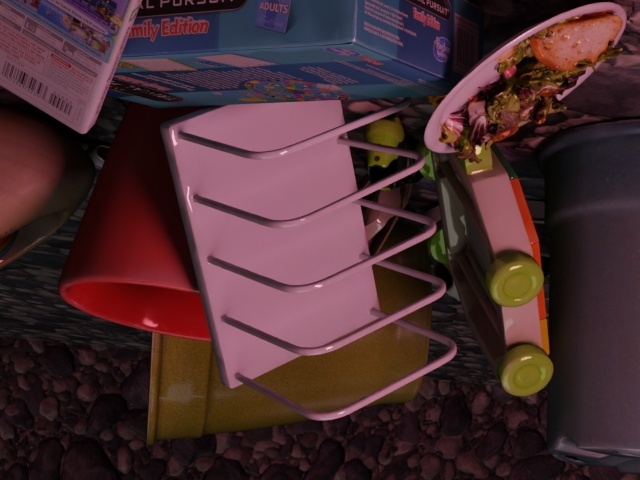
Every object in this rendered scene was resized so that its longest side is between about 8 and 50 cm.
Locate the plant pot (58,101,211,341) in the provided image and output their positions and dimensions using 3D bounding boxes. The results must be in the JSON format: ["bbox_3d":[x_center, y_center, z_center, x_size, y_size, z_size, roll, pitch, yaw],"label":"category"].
[{"bbox_3d":[-0.134,-0.032,1.560,0.275,0.243,0.275,8,165,2],"label":"plant pot"}]

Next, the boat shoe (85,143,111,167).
[{"bbox_3d":[-0.251,-0.101,1.825,0.100,0.035,0.035,24,164,-29],"label":"boat shoe"}]

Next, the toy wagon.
[{"bbox_3d":[0.168,-0.014,1.477,0.068,0.267,0.344,-16,126,-6],"label":"toy wagon"}]

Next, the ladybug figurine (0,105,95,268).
[{"bbox_3d":[-0.433,-0.050,1.732,0.305,0.162,0.449,-31,180,-18],"label":"ladybug figurine"}]

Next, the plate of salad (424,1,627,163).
[{"bbox_3d":[0.178,-0.127,1.193,0.200,0.048,0.200,-29,163,-10],"label":"plate of salad"}]

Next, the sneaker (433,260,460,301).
[{"bbox_3d":[0.235,0.054,2.058,0.123,0.106,0.290,14,162,20],"label":"sneaker"}]

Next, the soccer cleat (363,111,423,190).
[{"bbox_3d":[0.078,-0.085,1.587,0.060,0.072,0.179,5,167,16],"label":"soccer cleat"}]

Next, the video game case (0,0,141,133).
[{"bbox_3d":[-0.238,-0.200,1.058,0.212,0.023,0.193,32,136,0],"label":"video game case"}]

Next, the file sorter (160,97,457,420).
[{"bbox_3d":[0.000,0.000,1.350,0.193,0.277,0.173,-24,-156,-29],"label":"file sorter"}]

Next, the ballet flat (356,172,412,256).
[{"bbox_3d":[0.038,0.001,1.659,0.086,0.248,0.086,23,148,15],"label":"ballet flat"}]

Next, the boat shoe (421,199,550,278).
[{"bbox_3d":[0.262,0.010,1.805,0.301,0.102,0.108,3,166,28],"label":"boat shoe"}]

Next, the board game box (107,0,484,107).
[{"bbox_3d":[-0.066,-0.171,1.180,0.336,0.079,0.254,1,177,27],"label":"board game box"}]

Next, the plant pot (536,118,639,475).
[{"bbox_3d":[0.384,0.080,1.520,0.341,0.334,0.341,9,167,2],"label":"plant pot"}]

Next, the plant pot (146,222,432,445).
[{"bbox_3d":[-0.044,0.088,1.861,0.353,0.366,0.366,2,168,-6],"label":"plant pot"}]
